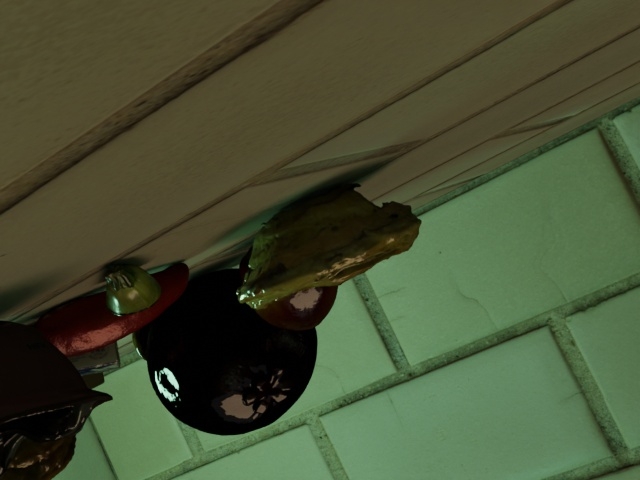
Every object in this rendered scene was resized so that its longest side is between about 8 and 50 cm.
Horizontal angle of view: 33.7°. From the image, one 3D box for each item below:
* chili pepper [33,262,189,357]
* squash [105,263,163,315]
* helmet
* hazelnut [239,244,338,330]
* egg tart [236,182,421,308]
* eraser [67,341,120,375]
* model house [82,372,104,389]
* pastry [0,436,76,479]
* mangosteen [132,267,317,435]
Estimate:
[{"bbox_3d":[-0.348,0.122,1.752,0.368,0.092,0.137,-18,-172,-33],"label":"chili pepper"},{"bbox_3d":[-0.284,0.074,1.565,0.090,0.075,0.200,1,172,-3],"label":"squash"},{"bbox_3d":[-0.459,0.209,1.399,0.338,0.197,0.271,-34,165,19],"label":"helmet"},{"bbox_3d":[-0.052,0.081,2.079,0.208,0.208,0.208,-25,176,-2],"label":"hazelnut"},{"bbox_3d":[0.000,0.000,1.810,0.352,0.150,0.352,-23,-178,1],"label":"egg tart"},{"bbox_3d":[-0.450,0.204,1.802,0.210,0.068,0.124,-10,172,-11],"label":"eraser"},{"bbox_3d":[-0.614,0.311,2.280,0.248,0.176,0.181,-8,-173,35],"label":"model house"},{"bbox_3d":[-0.494,0.275,1.614,0.235,0.240,0.132,-71,176,-58],"label":"pastry"},{"bbox_3d":[-0.215,0.223,2.323,0.382,0.382,0.435,-23,-146,-25],"label":"mangosteen"}]
